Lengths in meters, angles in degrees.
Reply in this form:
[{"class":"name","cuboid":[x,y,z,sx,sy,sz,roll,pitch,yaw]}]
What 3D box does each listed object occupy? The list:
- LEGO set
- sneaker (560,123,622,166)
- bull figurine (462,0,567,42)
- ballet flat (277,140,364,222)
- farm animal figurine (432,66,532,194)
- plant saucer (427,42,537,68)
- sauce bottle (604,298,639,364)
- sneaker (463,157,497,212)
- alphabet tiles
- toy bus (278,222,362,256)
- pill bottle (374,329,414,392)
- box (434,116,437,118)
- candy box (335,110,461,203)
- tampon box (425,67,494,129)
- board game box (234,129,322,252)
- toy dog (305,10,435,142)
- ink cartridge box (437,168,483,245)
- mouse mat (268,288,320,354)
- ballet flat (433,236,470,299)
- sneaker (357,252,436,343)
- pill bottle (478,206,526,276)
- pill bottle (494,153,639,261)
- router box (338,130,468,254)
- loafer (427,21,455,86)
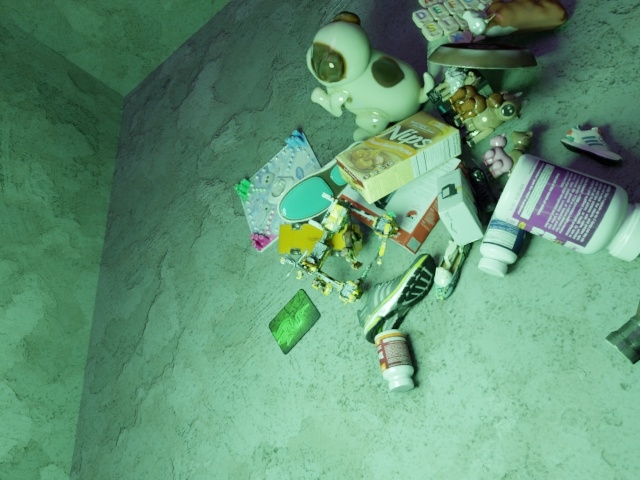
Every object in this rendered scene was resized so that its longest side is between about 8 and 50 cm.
[{"class":"LEGO set","cuboid":[0.058,0.019,1.348,0.255,0.192,0.331,38,101,17]},{"class":"sneaker","cuboid":[0.692,-0.246,1.195,0.075,0.057,0.161,-56,42,10]},{"class":"bull figurine","cuboid":[0.571,-0.683,1.429,0.310,0.101,0.189,-1,60,0]},{"class":"ballet flat","cuboid":[0.018,-0.198,1.651,0.400,0.139,0.139,-39,45,-7]},{"class":"farm animal figurine","cuboid":[0.477,-0.314,1.292,0.172,0.330,0.327,-31,27,13]},{"class":"plant saucer","cuboid":[0.472,-0.545,1.391,0.310,0.310,0.050,29,128,45]},{"class":"sauce bottle","cuboid":[0.728,0.109,0.944,0.344,0.111,0.111,-47,46,13]},{"class":"sneaker","cuboid":[0.439,-0.154,1.313,0.051,0.089,0.170,-26,29,24]},{"class":"alphabet tiles","cuboid":[0.460,-0.752,1.577,0.284,0.021,0.278,-21,62,-4]},{"class":"toy bus","cuboid":[0.000,0.000,1.585,0.332,0.130,0.108,1,86,40]},{"class":"pill bottle","cuboid":[0.202,0.326,1.284,0.086,0.086,0.152,-29,51,25]},{"class":"box","cuboid":[0.347,-0.369,1.577,0.083,0.018,0.067,-5,65,39]},{"class":"candy box","cuboid":[0.225,-0.249,1.389,0.316,0.088,0.183,-30,41,-8]},{"class":"tampon box","cuboid":[0.439,-0.448,1.482,0.161,0.101,0.120,-36,49,20]},{"class":"board game box","cuboid":[-0.168,-0.206,1.902,0.390,0.050,0.390,-39,49,18]},{"class":"toy dog","cuboid":[0.127,-0.531,1.555,0.395,0.407,0.285,18,82,50]},{"class":"ink cartridge box","cuboid":[0.377,-0.091,1.287,0.072,0.127,0.175,-24,30,27]},{"class":"mouse mat","cuboid":[-0.091,0.273,1.615,0.190,0.007,0.153,-49,46,10]},{"class":"ballet flat","cuboid":[0.350,0.070,1.311,0.070,0.070,0.189,15,78,43]},{"class":"sneaker","cuboid":[0.208,0.148,1.364,0.300,0.111,0.121,-49,42,6]},{"class":"pill bottle","cuboid":[0.469,0.004,1.225,0.094,0.094,0.169,17,80,44]},{"class":"pill bottle","cuboid":[0.571,-0.070,1.078,0.301,0.169,0.169,26,85,21]},{"class":"router box","cuboid":[0.247,-0.162,1.506,0.335,0.082,0.301,35,92,45]},{"class":"loafer","cuboid":[0.405,-0.638,1.604,0.112,0.111,0.320,-10,62,37]}]
